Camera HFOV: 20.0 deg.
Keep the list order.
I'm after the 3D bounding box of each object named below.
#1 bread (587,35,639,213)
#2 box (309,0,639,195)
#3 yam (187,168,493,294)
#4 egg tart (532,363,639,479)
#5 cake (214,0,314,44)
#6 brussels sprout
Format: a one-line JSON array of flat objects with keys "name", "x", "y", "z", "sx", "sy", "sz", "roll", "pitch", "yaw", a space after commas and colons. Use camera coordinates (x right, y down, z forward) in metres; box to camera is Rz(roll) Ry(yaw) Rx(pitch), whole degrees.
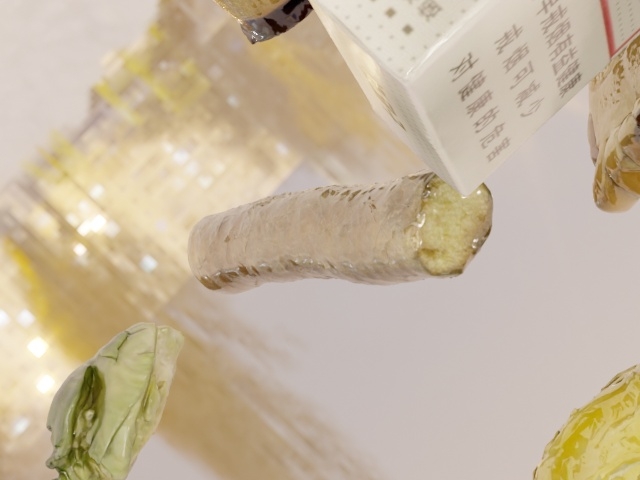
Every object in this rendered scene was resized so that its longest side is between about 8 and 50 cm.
[{"name": "bread", "x": 0.239, "y": -0.112, "z": 1.181, "sx": 0.225, "sy": 0.081, "sz": 0.134, "roll": 126, "pitch": -31, "yaw": -63}, {"name": "box", "x": 0.155, "y": -0.190, "z": 1.001, "sx": 0.330, "sy": 0.095, "sz": 0.210, "roll": -42, "pitch": 161, "yaw": 0}, {"name": "yam", "x": 0.000, "y": 0.000, "z": 1.342, "sx": 0.081, "sy": 0.081, "sz": 0.356, "roll": -49, "pitch": -161, "yaw": -24}, {"name": "egg tart", "x": 0.220, "y": 0.158, "z": 1.115, "sx": 0.279, "sy": 0.095, "sz": 0.279, "roll": -31, "pitch": -142, "yaw": 27}, {"name": "cake", "x": -0.068, "y": -0.288, "z": 1.487, "sx": 0.208, "sy": 0.178, "sz": 0.185, "roll": -63, "pitch": -153, "yaw": -2}, {"name": "brussels sprout", "x": -0.190, "y": 0.157, "z": 1.679, "sx": 0.139, "sy": 0.100, "sz": 0.181, "roll": 79, "pitch": 24, "yaw": -68}]
